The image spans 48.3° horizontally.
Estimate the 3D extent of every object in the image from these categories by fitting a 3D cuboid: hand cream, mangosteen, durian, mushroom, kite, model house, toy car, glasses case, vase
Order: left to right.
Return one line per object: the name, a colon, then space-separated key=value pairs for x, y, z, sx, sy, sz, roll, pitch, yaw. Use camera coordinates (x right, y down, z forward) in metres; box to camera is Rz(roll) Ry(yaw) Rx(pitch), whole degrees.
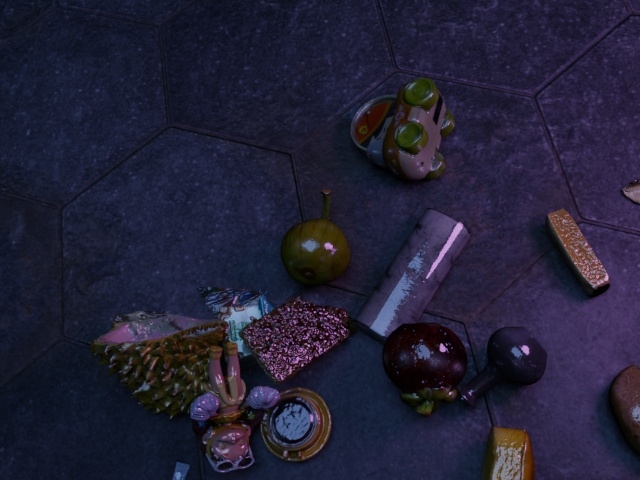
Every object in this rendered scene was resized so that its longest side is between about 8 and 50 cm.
durian: x=-0.321 y=0.258 z=1.436 sx=0.305 sy=0.185 sz=0.195 roll=-1 pitch=100 yaw=20
hand cream: x=-0.283 y=0.481 z=1.400 sx=0.030 sy=0.019 sz=0.093 roll=9 pitch=60 yaw=15
kite: x=-0.184 y=0.171 z=1.528 sx=0.189 sy=0.009 sz=0.232 roll=-37 pitch=65 yaw=-9
model house: x=-0.122 y=0.190 z=1.455 sx=0.149 sy=0.100 sz=0.127 roll=-10 pitch=67 yaw=-2
toy car: x=0.170 y=-0.245 z=1.610 sx=0.235 sy=0.145 sz=0.235 roll=-15 pitch=57 yaw=24
glasses case: x=0.192 y=0.077 z=1.481 sx=0.114 sy=0.060 sz=0.299 roll=31 pitch=73 yaw=16
mangosteen: x=0.199 y=0.242 z=1.347 sx=0.166 sy=0.166 sz=0.180 roll=-6 pitch=74 yaw=7
vase: x=0.338 y=0.247 z=1.358 sx=0.183 sy=0.120 sz=0.120 roll=-40 pitch=65 yaw=7
mushroom: x=0.590 y=0.329 z=1.294 sx=0.094 sy=0.072 sz=0.209 roll=-24 pitch=64 yaw=11
durian: x=0.706 y=-0.105 z=1.503 sx=0.131 sy=0.052 sz=0.066 roll=18 pitch=108 yaw=20

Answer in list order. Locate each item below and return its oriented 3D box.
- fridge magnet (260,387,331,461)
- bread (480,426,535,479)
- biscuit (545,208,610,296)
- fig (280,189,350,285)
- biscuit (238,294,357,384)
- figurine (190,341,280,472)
fridge magnet: x=-0.049 y=0.357 z=1.390 sx=0.143 sy=0.063 sz=0.143 roll=-4 pitch=67 yaw=10
bread: x=0.329 y=0.454 z=1.263 sx=0.095 sy=0.102 sz=0.245 roll=7 pitch=65 yaw=15
biscuit: x=0.521 y=0.025 z=1.455 sx=0.052 sy=0.056 sz=0.187 roll=-23 pitch=65 yaw=0
fig: x=-0.013 y=0.008 z=1.518 sx=0.142 sy=0.147 sz=0.186 roll=-23 pitch=24 yaw=13
biscuit: x=-0.038 y=0.178 z=1.416 sx=0.237 sy=0.026 sz=0.131 roll=-29 pitch=80 yaw=-37
figurine: x=-0.177 y=0.317 z=1.354 sx=0.175 sy=0.239 sz=0.116 roll=-6 pitch=21 yaw=-29
